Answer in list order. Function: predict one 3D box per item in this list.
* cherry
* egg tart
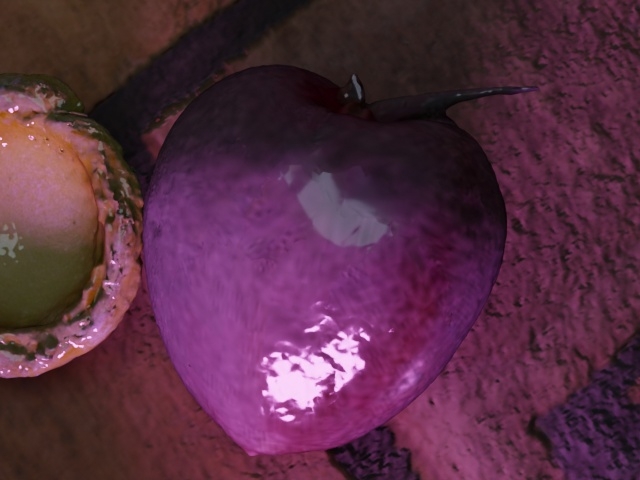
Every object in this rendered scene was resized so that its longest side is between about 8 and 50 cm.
[{"bbox_3d":[0.000,0.000,1.123,0.213,0.183,0.266,23,90,24],"label":"cherry"},{"bbox_3d":[-0.192,-0.005,1.185,0.197,0.078,0.197,-2,81,14],"label":"egg tart"}]
